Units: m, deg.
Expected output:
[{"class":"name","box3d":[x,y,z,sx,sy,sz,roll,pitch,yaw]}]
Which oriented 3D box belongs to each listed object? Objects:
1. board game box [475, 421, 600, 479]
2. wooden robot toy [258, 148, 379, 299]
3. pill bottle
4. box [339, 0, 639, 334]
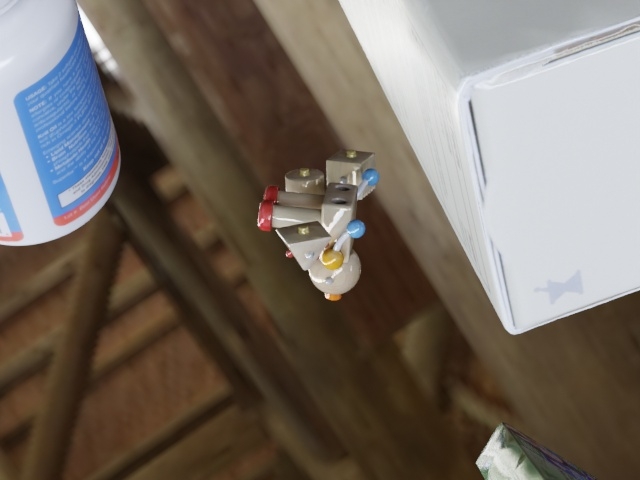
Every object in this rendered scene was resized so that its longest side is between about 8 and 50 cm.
[{"class":"board game box","box3d":[0.231,0.231,1.445,0.046,0.213,0.317,-57,-178,2]},{"class":"wooden robot toy","box3d":[0.000,0.000,1.306,0.076,0.079,0.173,1,-157,8]},{"class":"pill bottle","box3d":[-0.202,-0.107,1.175,0.124,0.221,0.124,-3,-127,4]},{"class":"box","box3d":[0.076,-0.123,0.841,0.121,0.148,0.311,-19,-135,-4]}]
